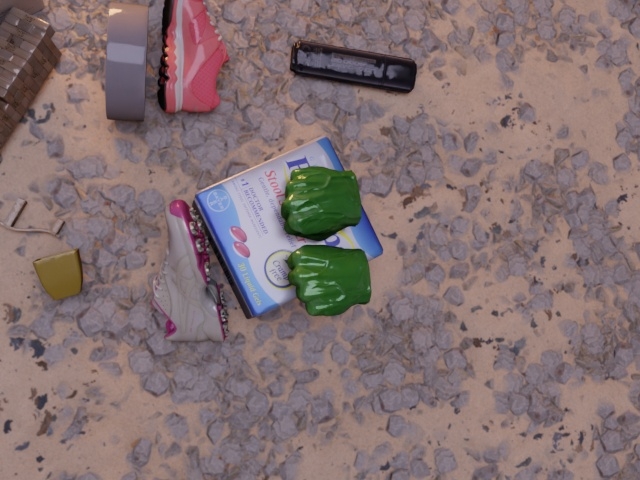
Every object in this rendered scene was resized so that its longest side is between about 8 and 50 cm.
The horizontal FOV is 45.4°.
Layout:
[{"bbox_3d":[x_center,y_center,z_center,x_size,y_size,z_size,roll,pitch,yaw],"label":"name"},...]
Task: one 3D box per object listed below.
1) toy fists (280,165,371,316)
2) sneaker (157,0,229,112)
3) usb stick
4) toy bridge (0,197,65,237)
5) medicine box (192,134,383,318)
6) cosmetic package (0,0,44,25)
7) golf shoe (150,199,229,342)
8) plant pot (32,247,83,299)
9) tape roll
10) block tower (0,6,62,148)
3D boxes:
[{"bbox_3d":[0.000,0.000,1.403,0.142,0.096,0.279,-3,83,-22],"label":"toy fists"},{"bbox_3d":[-0.252,-0.408,1.559,0.136,0.116,0.314,5,89,-21],"label":"sneaker"},{"bbox_3d":[0.074,-0.372,1.641,0.278,0.045,0.077,7,89,-11],"label":"usb stick"},{"bbox_3d":[-0.588,-0.051,1.473,0.188,0.026,0.063,29,79,-7],"label":"toy bridge"},{"bbox_3d":[-0.069,-0.024,1.515,0.289,0.149,0.263,-26,89,-13],"label":"medicine box"},{"bbox_3d":[-0.638,-0.500,1.437,0.151,0.183,0.151,-36,91,-13],"label":"cosmetic package"},{"bbox_3d":[-0.264,0.071,1.436,0.140,0.115,0.306,-10,116,1],"label":"golf shoe"},{"bbox_3d":[-0.492,0.067,1.454,0.081,0.081,0.083,-15,97,-13],"label":"plant pot"},{"bbox_3d":[-0.367,-0.338,1.456,0.072,0.219,0.219,3,83,-13],"label":"tape roll"},{"bbox_3d":[-0.620,-0.270,1.449,0.091,0.097,0.335,27,79,8],"label":"block tower"}]
